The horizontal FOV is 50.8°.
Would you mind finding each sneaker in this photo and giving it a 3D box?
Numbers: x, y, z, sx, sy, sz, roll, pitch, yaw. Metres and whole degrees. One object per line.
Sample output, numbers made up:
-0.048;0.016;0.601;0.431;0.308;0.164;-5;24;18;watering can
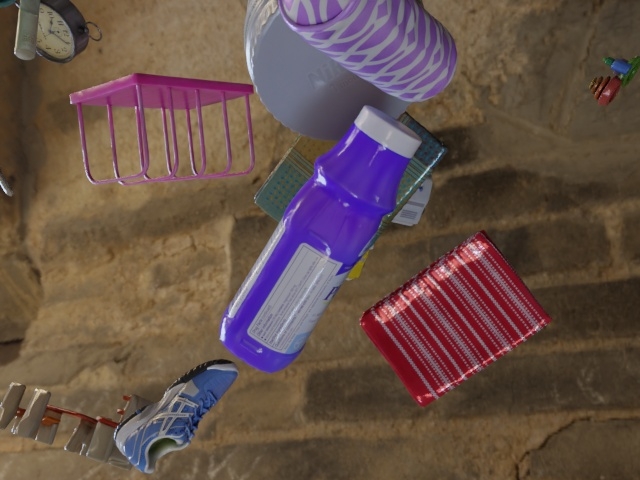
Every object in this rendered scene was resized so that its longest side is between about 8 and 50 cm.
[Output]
-0.204;0.264;1.015;0.211;0.080;0.081;-40;-129;-9;sneaker

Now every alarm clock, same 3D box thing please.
-0.499;-0.413;1.308;0.192;0.129;0.064;14;-135;23;alarm clock

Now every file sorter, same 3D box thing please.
-0.293;-0.206;1.313;0.202;0.182;0.291;-3;-175;38;file sorter

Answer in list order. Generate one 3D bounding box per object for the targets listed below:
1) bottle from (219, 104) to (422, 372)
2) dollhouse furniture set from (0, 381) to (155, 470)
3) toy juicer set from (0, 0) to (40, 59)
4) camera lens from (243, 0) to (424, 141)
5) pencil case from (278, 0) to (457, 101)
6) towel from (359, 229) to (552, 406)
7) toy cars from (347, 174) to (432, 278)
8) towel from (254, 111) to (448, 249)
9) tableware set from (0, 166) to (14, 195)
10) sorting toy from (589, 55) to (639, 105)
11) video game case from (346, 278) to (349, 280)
0.000;0.000;0.689;0.282;0.092;0.118;-58;178;17;bottle
-0.469;0.364;1.365;0.259;0.262;0.135;4;-116;31;dollhouse furniture set
-0.466;-0.351;0.930;0.090;0.209;0.329;-13;178;20;toy juicer set
0.016;-0.283;0.853;0.220;0.219;0.274;-14;-138;10;camera lens
0.047;-0.187;0.585;0.086;0.206;0.088;-18;-107;28;pencil case
0.225;0.136;1.163;0.275;0.198;0.031;-37;167;11;towel
0.156;-0.062;1.623;0.394;0.176;0.087;-41;-155;-16;toy cars
0.054;-0.134;1.404;0.370;0.271;0.040;-52;170;26;towel
-0.463;-0.147;0.852;0.128;0.194;0.039;8;-137;26;tableware set
0.447;-0.254;1.030;0.042;0.061;0.102;37;-111;24;sorting toy
0.011;0.019;1.695;0.019;0.157;0.143;-28;-126;60;video game case
